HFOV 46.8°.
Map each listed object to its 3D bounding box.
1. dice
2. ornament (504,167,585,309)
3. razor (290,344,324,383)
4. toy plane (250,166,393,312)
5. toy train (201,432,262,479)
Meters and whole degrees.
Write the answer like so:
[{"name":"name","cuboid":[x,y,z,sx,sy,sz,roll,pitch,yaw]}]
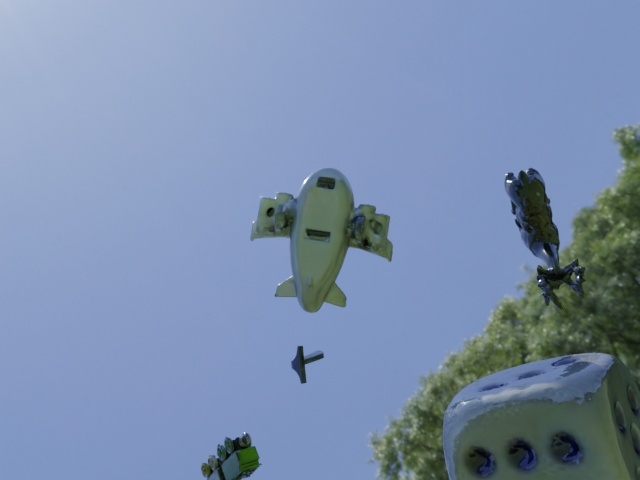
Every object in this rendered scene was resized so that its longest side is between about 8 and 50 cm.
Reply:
[{"name":"dice","cuboid":[0.264,0.242,0.836,0.192,0.193,0.194,-12,-95,-56]},{"name":"ornament","cuboid":[0.384,0.003,1.253,0.080,0.236,0.202,-17,-59,13]},{"name":"razor","cuboid":[-0.025,0.217,1.353,0.190,0.033,0.066,13,-110,-78]},{"name":"toy plane","cuboid":[0.000,0.000,1.235,0.245,0.244,0.117,-54,-8,2]},{"name":"toy train","cuboid":[-0.183,0.454,1.488,0.060,0.081,0.202,-7,-30,-34]}]
